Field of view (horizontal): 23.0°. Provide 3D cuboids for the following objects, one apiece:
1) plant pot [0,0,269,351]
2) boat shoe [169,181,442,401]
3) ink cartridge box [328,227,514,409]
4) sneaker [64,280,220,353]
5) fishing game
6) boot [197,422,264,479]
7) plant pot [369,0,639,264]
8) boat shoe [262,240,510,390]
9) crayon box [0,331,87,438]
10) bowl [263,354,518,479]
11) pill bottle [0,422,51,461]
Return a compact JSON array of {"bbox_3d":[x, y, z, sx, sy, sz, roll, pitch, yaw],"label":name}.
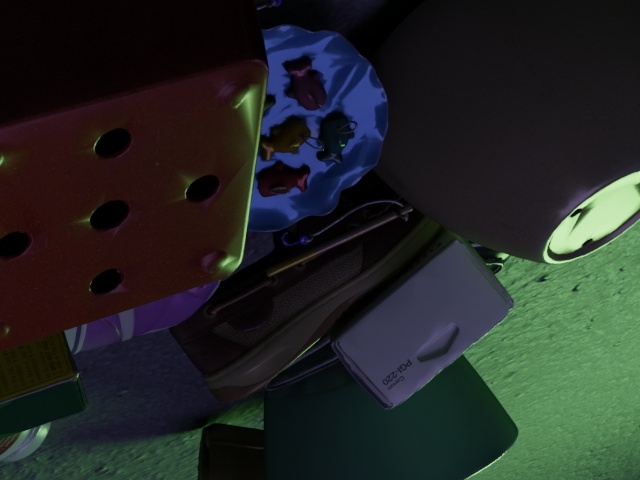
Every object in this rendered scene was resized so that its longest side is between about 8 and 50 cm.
[{"bbox_3d":[-0.167,-0.093,0.911,0.267,0.236,0.267,-19,144,-24],"label":"plant pot"},{"bbox_3d":[0.000,0.000,1.475,0.342,0.123,0.123,-41,-170,-14],"label":"boat shoe"},{"bbox_3d":[0.088,0.059,1.529,0.158,0.092,0.218,-40,-169,5],"label":"ink cartridge box"},{"bbox_3d":[-0.149,-0.019,1.307,0.161,0.102,0.282,-8,145,-21],"label":"sneaker"},{"bbox_3d":[-0.035,-0.083,1.239,0.189,0.041,0.264,-22,125,-2],"label":"fishing game"},{"bbox_3d":[-0.021,0.264,2.023,0.269,0.236,0.089,8,126,-13],"label":"boot"},{"bbox_3d":[0.190,-0.092,1.338,0.284,0.191,0.284,-26,155,-13],"label":"plant pot"},{"bbox_3d":[0.068,0.075,1.712,0.335,0.119,0.121,-21,156,-5],"label":"boat shoe"},{"bbox_3d":[-0.367,0.085,1.235,0.318,0.202,0.081,-18,156,-10],"label":"crayon box"},{"bbox_3d":[0.057,0.195,1.824,0.311,0.163,0.311,-20,-174,2],"label":"bowl"},{"bbox_3d":[-0.343,0.147,1.482,0.121,0.121,0.216,-27,156,9],"label":"pill bottle"}]
